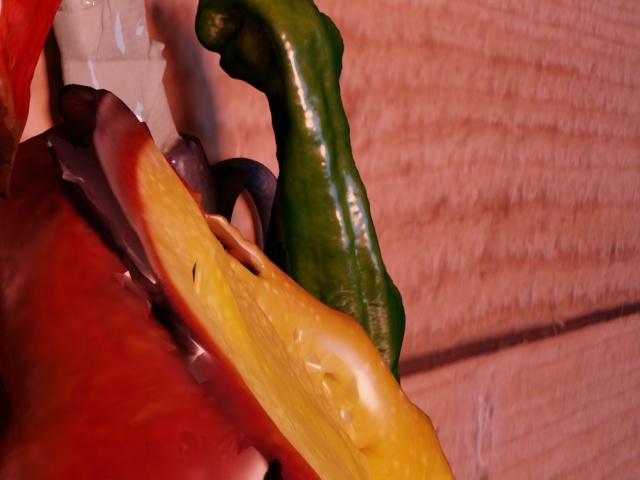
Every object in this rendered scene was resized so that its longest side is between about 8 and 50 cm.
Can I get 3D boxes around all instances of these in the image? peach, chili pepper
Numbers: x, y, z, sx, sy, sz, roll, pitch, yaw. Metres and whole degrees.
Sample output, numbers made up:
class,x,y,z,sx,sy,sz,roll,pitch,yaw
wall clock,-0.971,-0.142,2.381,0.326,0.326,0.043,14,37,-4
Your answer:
class,x,y,z,sx,sy,sz,roll,pitch,yaw
peach,-0.056,0.126,0.670,0.258,0.201,0.361,59,8,30
chili pepper,-0.006,0.000,0.860,0.074,0.100,0.257,-19,121,-26

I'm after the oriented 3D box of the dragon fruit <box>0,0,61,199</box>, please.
class,x,y,z,sx,sy,sz,roll,pitch,yaw
dragon fruit,-0.164,-0.069,0.405,0.192,0.274,0.193,64,-12,-12

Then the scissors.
class,x,y,z,sx,sy,sz,roll,pitch,yaw
scissors,-0.086,-0.071,0.789,0.256,0.029,0.383,-53,140,-52
